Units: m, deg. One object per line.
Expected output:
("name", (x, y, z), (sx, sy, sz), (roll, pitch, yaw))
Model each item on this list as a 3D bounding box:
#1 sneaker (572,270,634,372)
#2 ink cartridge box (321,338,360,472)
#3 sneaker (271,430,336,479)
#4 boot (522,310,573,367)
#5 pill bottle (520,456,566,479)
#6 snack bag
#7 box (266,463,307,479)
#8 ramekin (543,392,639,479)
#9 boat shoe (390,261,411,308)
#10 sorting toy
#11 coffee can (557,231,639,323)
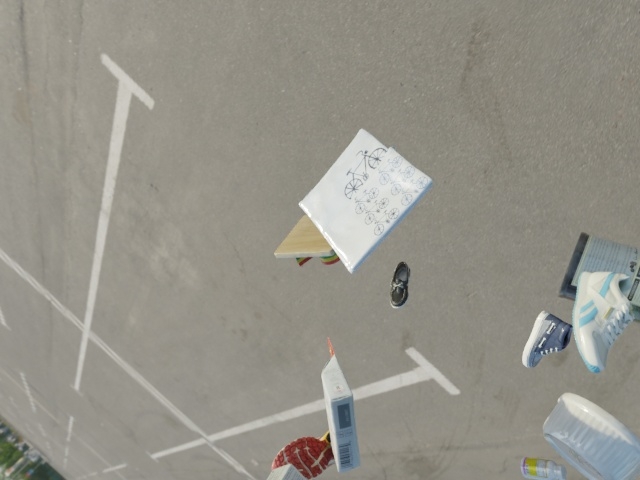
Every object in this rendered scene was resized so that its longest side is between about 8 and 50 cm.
("sneaker", (0.568, 0.155, 0.889), (0.092, 0.228, 0.087), (-7, 137, 43))
("ink cartridge box", (0.029, 0.359, 1.002), (0.232, 0.066, 0.188), (-132, 33, -67))
("sneaker", (-0.017, 0.503, 1.023), (0.092, 0.226, 0.088), (-50, 52, 34))
("boot", (0.639, 0.299, 1.253), (0.086, 0.069, 0.189), (35, 129, 48))
("pill bottle", (0.486, 0.500, 0.967), (0.083, 0.043, 0.043), (-16, 114, 44))
("snack bag", (0.105, -0.131, 1.239), (0.323, 0.037, 0.342), (-50, 48, 15))
("box", (-0.058, 0.521, 0.831), (0.137, 0.126, 0.072), (47, 130, -3))
("ramekin", (0.614, 0.461, 1.010), (0.207, 0.109, 0.207), (46, 170, 10))
("boat shoe", (0.186, 0.102, 1.035), (0.046, 0.125, 0.038), (0, 132, 27))
("sorting toy", (0.000, 0.000, 1.681), (0.257, 0.255, 0.089), (-4, 125, 34))
("coffee can", (0.835, 0.111, 1.223), (0.276, 0.201, 0.201), (20, 136, 29))
